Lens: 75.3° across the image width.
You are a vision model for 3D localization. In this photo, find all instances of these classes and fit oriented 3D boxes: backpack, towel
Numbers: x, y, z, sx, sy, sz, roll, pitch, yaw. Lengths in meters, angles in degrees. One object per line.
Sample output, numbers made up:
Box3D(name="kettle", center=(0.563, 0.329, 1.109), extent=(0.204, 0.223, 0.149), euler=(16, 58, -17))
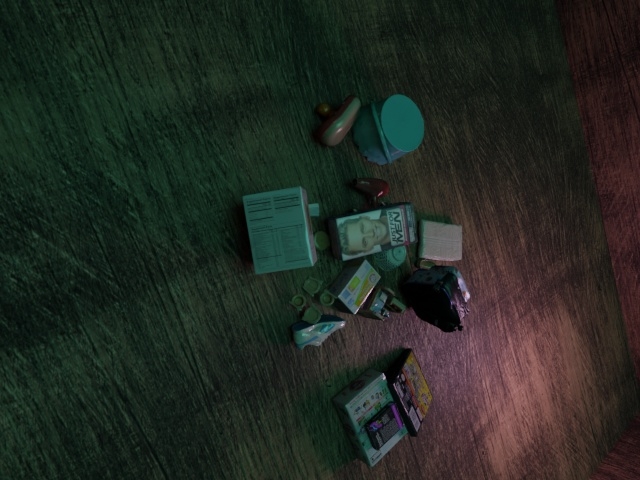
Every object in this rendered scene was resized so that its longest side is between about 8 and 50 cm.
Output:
Box3D(name="backpack", center=(0.503, 0.231, 1.825), extent=(0.213, 0.263, 0.276), euler=(-40, 115, -34))
Box3D(name="towel", center=(0.581, 0.002, 2.011), extent=(0.282, 0.049, 0.187), euler=(7, 83, -31))

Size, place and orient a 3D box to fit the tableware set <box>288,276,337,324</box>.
Box3D(name="tableware set", center=(-0.031, 0.228, 1.592), extent=(0.141, 0.020, 0.168), euler=(36, 72, 14))

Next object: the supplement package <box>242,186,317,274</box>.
Box3D(name="supplement package", center=(-0.132, -0.036, 1.434), extent=(0.198, 0.199, 0.262), euler=(-9, 93, 4))

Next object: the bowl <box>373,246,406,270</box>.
Box3D(name="bowl", center=(0.323, 0.051, 1.827), extent=(0.170, 0.080, 0.170), euler=(2, 85, -32))

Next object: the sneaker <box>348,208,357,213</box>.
Box3D(name="sneaker", center=(0.175, -0.072, 1.764), extent=(0.075, 0.057, 0.161), euler=(-45, 109, -44))

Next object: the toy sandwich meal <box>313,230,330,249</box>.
Box3D(name="toy sandwich meal", center=(0.000, 0.000, 1.659), extent=(0.086, 0.029, 0.085), euler=(2, 87, -29))

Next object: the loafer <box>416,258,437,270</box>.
Box3D(name="loafer", center=(0.516, 0.121, 1.961), extent=(0.148, 0.050, 0.056), euler=(15, 80, -31))

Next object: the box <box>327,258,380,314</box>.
Box3D(name="box", center=(0.132, 0.184, 1.686), extent=(0.114, 0.103, 0.203), euler=(48, 65, -21))

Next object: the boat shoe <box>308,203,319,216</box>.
Box3D(name="boat shoe", center=(-0.081, -0.100, 1.597), extent=(0.184, 0.066, 0.063), euler=(-15, 94, -41))

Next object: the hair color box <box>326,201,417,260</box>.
Box3D(name="hair color box", center=(0.213, -0.041, 1.680), extent=(0.348, 0.105, 0.173), euler=(-13, 100, -19))

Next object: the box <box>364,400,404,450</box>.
Box3D(name="box", center=(0.258, 0.745, 1.670), extent=(0.162, 0.029, 0.116), euler=(-28, 102, -31))

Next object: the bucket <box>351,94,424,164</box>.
Box3D(name="bucket", center=(0.292, -0.475, 1.772), extent=(0.281, 0.183, 0.281), euler=(3, 85, -31))

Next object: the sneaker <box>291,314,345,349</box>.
Box3D(name="sneaker", center=(-0.005, 0.351, 1.612), extent=(0.229, 0.087, 0.092), euler=(-10, 104, -27))

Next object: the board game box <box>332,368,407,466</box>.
Box3D(name="board game box", center=(0.207, 0.725, 1.712), extent=(0.224, 0.098, 0.303), euler=(-29, 104, -31))

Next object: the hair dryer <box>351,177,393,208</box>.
Box3D(name="hair dryer", center=(0.241, -0.164, 1.765), extent=(0.293, 0.080, 0.223), euler=(47, 50, -19))

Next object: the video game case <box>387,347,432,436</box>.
Box3D(name="video game case", center=(0.397, 0.660, 1.816), extent=(0.248, 0.035, 0.274), euler=(-40, 109, -51))

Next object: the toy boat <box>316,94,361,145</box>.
Box3D(name="toy boat", center=(0.050, -0.497, 1.669), extent=(0.151, 0.151, 0.231), euler=(32, 68, 5))

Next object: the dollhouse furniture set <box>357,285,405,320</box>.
Box3D(name="dollhouse furniture set", center=(0.273, 0.290, 1.754), extent=(0.184, 0.129, 0.129), euler=(37, 69, -25))
